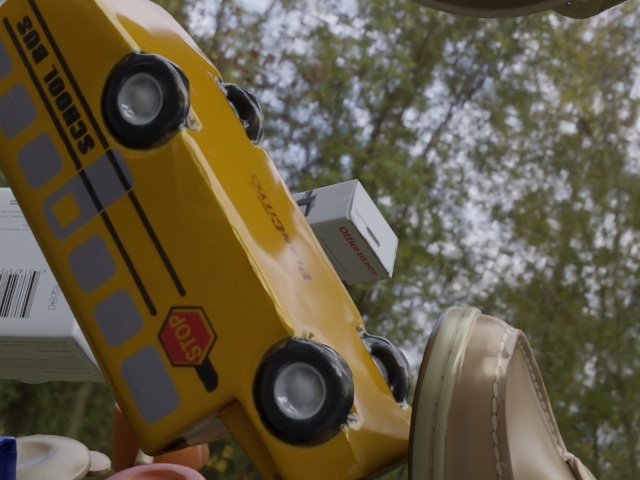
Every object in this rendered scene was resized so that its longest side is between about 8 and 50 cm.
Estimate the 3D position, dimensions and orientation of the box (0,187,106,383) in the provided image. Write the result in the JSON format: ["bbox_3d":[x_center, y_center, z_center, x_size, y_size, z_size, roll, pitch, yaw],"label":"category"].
[{"bbox_3d":[-0.306,0.046,1.203,0.180,0.182,0.119,1,-31,10],"label":"box"}]

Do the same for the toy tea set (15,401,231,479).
[{"bbox_3d":[-0.080,0.181,0.817,0.200,0.124,0.336,12,22,40],"label":"toy tea set"}]

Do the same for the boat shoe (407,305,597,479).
[{"bbox_3d":[0.134,0.175,0.613,0.110,0.122,0.341,-2,-54,27],"label":"boat shoe"}]

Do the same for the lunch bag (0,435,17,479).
[{"bbox_3d":[-0.296,0.265,0.675,0.220,0.293,0.138,1,13,21],"label":"lunch bag"}]

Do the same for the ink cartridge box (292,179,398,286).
[{"bbox_3d":[0.000,0.000,1.306,0.150,0.063,0.109,-12,-47,29],"label":"ink cartridge box"}]

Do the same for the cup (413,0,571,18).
[{"bbox_3d":[0.170,-0.415,1.069,0.331,0.237,0.331,9,-47,10],"label":"cup"}]

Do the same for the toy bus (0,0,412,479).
[{"bbox_3d":[-0.076,0.003,0.642,0.333,0.130,0.108,60,18,14],"label":"toy bus"}]

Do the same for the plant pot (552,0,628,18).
[{"bbox_3d":[0.348,-0.383,1.268,0.256,0.274,0.256,40,-16,14],"label":"plant pot"}]
